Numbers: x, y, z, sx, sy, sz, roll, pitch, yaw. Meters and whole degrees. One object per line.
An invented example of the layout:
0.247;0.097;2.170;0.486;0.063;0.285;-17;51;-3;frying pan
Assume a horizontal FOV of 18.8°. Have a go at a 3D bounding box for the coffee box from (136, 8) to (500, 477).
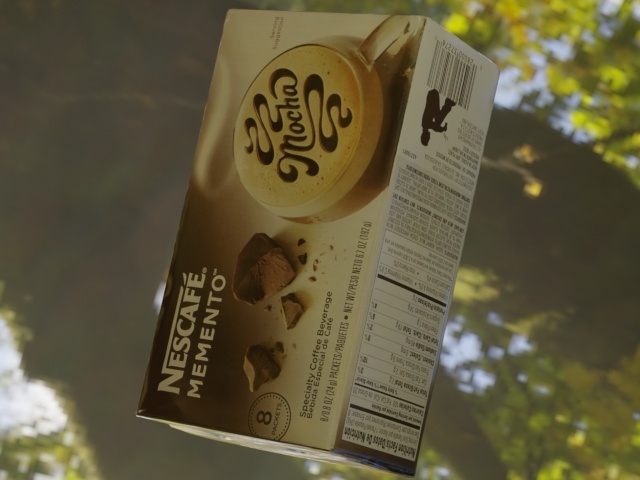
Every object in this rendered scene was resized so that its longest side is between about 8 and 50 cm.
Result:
0.000;0.000;1.334;0.168;0.119;0.297;8;-99;34;coffee box
